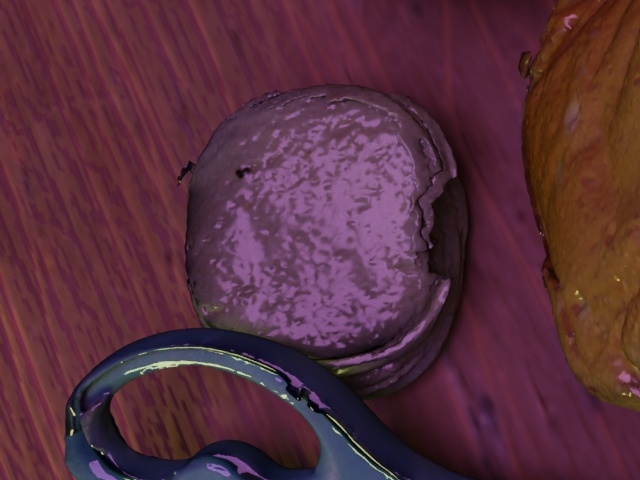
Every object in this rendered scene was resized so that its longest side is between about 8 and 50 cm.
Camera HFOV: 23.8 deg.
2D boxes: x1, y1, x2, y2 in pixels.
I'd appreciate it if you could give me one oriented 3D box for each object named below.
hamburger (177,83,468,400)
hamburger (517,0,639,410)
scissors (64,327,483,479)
[{"bbox_3d":[0.000,0.000,0.673,0.133,0.062,0.140,15,94,23],"label":"hamburger"},{"bbox_3d":[0.143,-0.043,0.520,0.108,0.214,0.213,8,93,-16],"label":"hamburger"},{"bbox_3d":[0.067,0.122,0.636,0.393,0.032,0.180,1,114,21],"label":"scissors"}]
